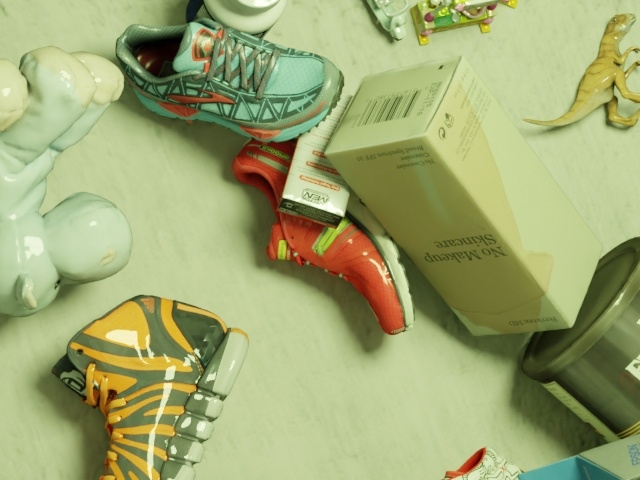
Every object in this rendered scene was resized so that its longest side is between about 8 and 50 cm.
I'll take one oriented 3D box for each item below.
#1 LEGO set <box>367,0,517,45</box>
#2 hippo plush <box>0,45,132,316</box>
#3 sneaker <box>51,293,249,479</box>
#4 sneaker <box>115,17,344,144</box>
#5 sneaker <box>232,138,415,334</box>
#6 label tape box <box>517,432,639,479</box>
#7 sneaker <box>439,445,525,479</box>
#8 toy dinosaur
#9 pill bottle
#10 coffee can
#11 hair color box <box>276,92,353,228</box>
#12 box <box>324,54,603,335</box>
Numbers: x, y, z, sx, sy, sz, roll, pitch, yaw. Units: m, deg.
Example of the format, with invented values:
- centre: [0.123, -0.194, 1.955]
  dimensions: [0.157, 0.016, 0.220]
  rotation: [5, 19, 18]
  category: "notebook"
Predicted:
- centre: [0.195, -0.324, 1.947]
  dimensions: [0.287, 0.107, 0.132]
  rotation: [-37, 91, -18]
  category: "LEGO set"
- centre: [-0.310, -0.047, 1.692]
  dimensions: [0.294, 0.234, 0.236]
  rotation: [-19, 85, -18]
  category: "hippo plush"
- centre: [-0.213, 0.203, 1.747]
  dimensions: [0.180, 0.124, 0.321]
  rotation: [25, 64, -6]
  category: "sneaker"
- centre: [-0.106, -0.176, 1.769]
  dimensions: [0.262, 0.125, 0.104]
  rotation: [6, 70, 23]
  category: "sneaker"
- centre: [0.000, 0.000, 1.849]
  dimensions: [0.118, 0.107, 0.279]
  rotation: [-33, 80, -13]
  category: "sneaker"
- centre: [0.406, 0.312, 1.747]
  dimensions: [0.334, 0.106, 0.240]
  rotation: [-21, 106, 10]
  category: "label tape box"
- centre: [0.145, 0.352, 1.825]
  dimensions: [0.145, 0.090, 0.270]
  rotation: [44, 69, -3]
  category: "sneaker"
- centre: [0.333, -0.178, 1.994]
  dimensions: [0.112, 0.064, 0.211]
  rotation: [30, 64, 10]
  category: "toy dinosaur"
- centre: [-0.089, -0.263, 1.825]
  dimensions: [0.094, 0.169, 0.094]
  rotation: [3, 79, -15]
  category: "pill bottle"
- centre: [0.394, 0.159, 1.868]
  dimensions: [0.275, 0.201, 0.201]
  rotation: [41, 73, -6]
  category: "coffee can"
- centre: [0.005, -0.091, 1.794]
  dimensions: [0.072, 0.043, 0.141]
  rotation: [18, 67, -5]
  category: "hair color box"
- centre: [0.160, -0.041, 1.793]
  dimensions: [0.311, 0.148, 0.121]
  rotation: [48, 51, -30]
  category: "box"
